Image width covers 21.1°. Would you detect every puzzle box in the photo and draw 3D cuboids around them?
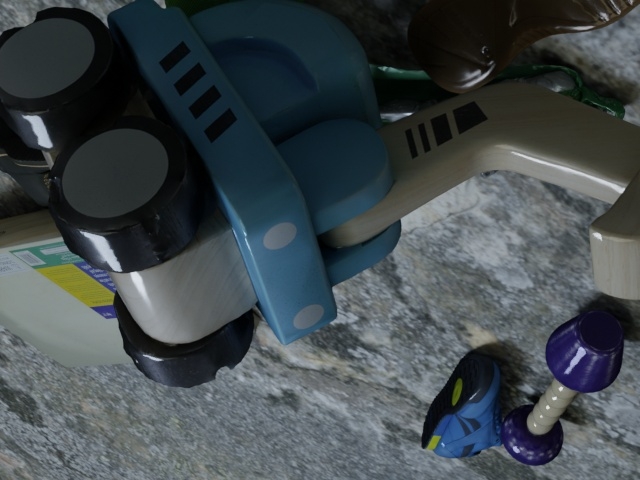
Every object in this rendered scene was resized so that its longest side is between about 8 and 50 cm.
[{"bbox_3d":[-0.296,0.063,2.122,0.272,0.052,0.409,39,151,-31],"label":"puzzle box"}]

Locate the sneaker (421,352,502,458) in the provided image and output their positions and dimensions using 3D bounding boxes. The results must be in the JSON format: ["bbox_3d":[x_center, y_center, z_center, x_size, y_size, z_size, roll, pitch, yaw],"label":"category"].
[{"bbox_3d":[0.176,0.185,1.900,0.082,0.069,0.209,15,150,-5],"label":"sneaker"}]

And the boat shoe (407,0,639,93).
[{"bbox_3d":[0.174,-0.204,1.290,0.104,0.089,0.285,54,143,-9],"label":"boat shoe"}]

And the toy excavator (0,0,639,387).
[{"bbox_3d":[0.025,-0.063,1.317,0.433,0.445,0.222,55,170,37],"label":"toy excavator"}]

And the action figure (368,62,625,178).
[{"bbox_3d":[0.139,-0.099,1.445,0.232,0.063,0.137,-6,118,14],"label":"action figure"}]

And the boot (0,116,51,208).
[{"bbox_3d":[-0.296,-0.083,1.932,0.198,0.077,0.137,15,154,51],"label":"boot"}]

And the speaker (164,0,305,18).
[{"bbox_3d":[-0.079,-0.246,1.408,0.131,0.131,0.296,20,149,19],"label":"speaker"}]

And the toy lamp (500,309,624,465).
[{"bbox_3d":[0.247,0.150,1.755,0.080,0.080,0.274,28,150,6],"label":"toy lamp"}]
